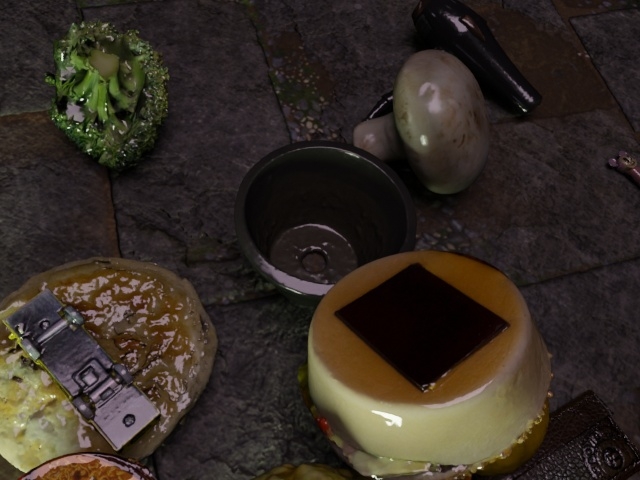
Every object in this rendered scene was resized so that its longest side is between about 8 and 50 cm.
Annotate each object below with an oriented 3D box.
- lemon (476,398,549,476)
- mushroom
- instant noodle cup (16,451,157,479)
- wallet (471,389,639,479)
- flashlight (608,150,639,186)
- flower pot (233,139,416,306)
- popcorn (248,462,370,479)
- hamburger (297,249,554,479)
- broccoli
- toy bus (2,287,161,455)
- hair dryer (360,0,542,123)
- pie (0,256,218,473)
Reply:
[{"bbox_3d":[0.228,0.219,0.906,0.170,0.170,0.207,21,42,4],"label":"lemon"},{"bbox_3d":[0.166,-0.192,1.116,0.244,0.243,0.243,3,61,-6],"label":"mushroom"},{"bbox_3d":[-0.262,0.364,0.753,0.213,0.174,0.213,3,62,-5],"label":"instant noodle cup"},{"bbox_3d":[0.339,0.322,0.938,0.243,0.039,0.133,-22,63,-21],"label":"wallet"},{"bbox_3d":[0.592,-0.123,1.224,0.052,0.031,0.110,-33,70,-23],"label":"flashlight"},{"bbox_3d":[0.000,0.000,0.999,0.269,0.166,0.269,4,58,-6],"label":"flower pot"},{"bbox_3d":[0.005,0.414,0.727,0.292,0.293,0.334,-40,78,21],"label":"popcorn"},{"bbox_3d":[0.120,0.146,0.784,0.302,0.170,0.302,-10,37,8],"label":"hamburger"},{"bbox_3d":[-0.347,-0.240,1.079,0.198,0.176,0.226,-1,46,-3],"label":"broccoli"},{"bbox_3d":[-0.297,0.162,0.830,0.226,0.074,0.081,41,65,13],"label":"toy bus"},{"bbox_3d":[0.217,-0.282,1.246,0.359,0.120,0.303,-41,88,-15],"label":"hair dryer"},{"bbox_3d":[-0.308,0.162,0.914,0.339,0.077,0.339,3,61,-6],"label":"pie"}]
